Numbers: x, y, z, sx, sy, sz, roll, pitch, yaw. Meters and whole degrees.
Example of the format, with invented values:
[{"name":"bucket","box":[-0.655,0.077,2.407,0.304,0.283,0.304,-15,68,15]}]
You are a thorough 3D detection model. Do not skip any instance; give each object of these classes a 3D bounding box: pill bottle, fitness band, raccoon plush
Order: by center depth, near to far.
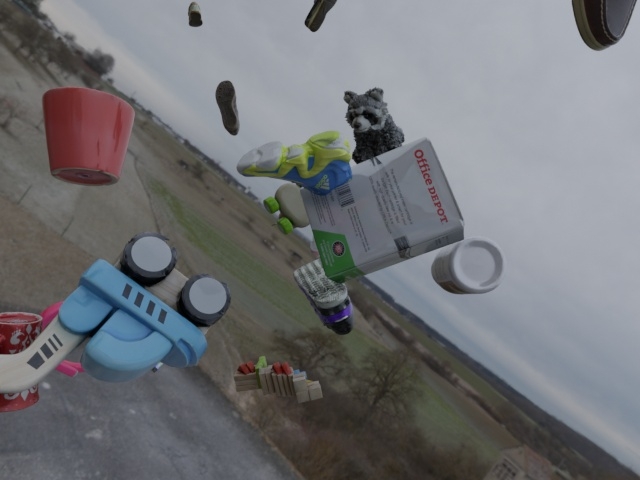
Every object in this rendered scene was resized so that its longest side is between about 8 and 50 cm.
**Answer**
[{"name":"pill bottle","box":[0.346,0.066,1.126,0.131,0.131,0.229,36,-6,4]},{"name":"fitness band","box":[-0.768,0.311,1.462,0.054,0.209,0.290,29,-20,42]},{"name":"raccoon plush","box":[0.215,-0.498,1.897,0.446,0.216,0.299,-71,149,-62]}]

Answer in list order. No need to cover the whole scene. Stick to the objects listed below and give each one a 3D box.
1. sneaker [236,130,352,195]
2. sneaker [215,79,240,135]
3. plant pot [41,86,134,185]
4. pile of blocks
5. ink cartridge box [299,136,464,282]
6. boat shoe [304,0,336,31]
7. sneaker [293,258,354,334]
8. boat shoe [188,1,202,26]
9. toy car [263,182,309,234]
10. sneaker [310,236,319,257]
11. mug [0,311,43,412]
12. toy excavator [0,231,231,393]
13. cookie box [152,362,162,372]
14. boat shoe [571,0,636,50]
[{"name":"sneaker","box":[-0.046,-0.132,0.916,0.240,0.091,0.126,-5,-49,26]},{"name":"sneaker","box":[-0.305,-0.434,1.528,0.071,0.066,0.188,93,-11,-72]},{"name":"plant pot","box":[-0.742,-0.315,1.474,0.275,0.243,0.275,-1,-9,0]},{"name":"pile of blocks","box":[-0.148,0.459,1.613,0.363,0.112,0.149,-1,18,30]},{"name":"ink cartridge box","box":[0.130,-0.056,0.974,0.121,0.289,0.211,37,35,-68]},{"name":"boat shoe","box":[0.002,-0.695,1.366,0.049,0.152,0.056,43,15,23]},{"name":"sneaker","box":[0.014,0.150,1.183,0.293,0.102,0.146,-126,-169,-69]},{"name":"boat shoe","box":[-0.434,-0.783,1.606,0.050,0.045,0.135,-6,5,-19]},{"name":"toy car","box":[-0.100,-0.096,1.493,0.148,0.155,0.188,57,-20,-1]},{"name":"sneaker","box":[0.000,0.000,1.603,0.051,0.134,0.070,11,-32,16]},{"name":"mug","box":[-0.603,0.237,0.900,0.113,0.169,0.150,8,3,-26]},{"name":"toy excavator","box":[-0.463,0.183,0.907,0.433,0.445,0.222,38,-41,-10]},{"name":"cookie box","box":[-0.619,0.416,1.706,0.107,0.040,0.091,43,39,-7]},{"name":"boat shoe","box":[0.494,-0.485,0.728,0.123,0.341,0.123,5,7,-31]}]
